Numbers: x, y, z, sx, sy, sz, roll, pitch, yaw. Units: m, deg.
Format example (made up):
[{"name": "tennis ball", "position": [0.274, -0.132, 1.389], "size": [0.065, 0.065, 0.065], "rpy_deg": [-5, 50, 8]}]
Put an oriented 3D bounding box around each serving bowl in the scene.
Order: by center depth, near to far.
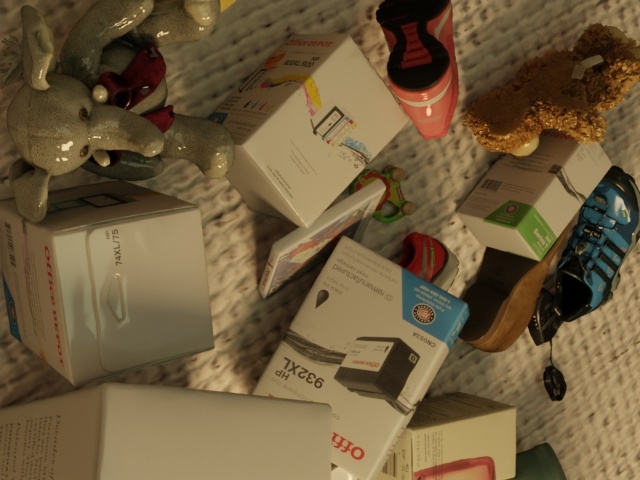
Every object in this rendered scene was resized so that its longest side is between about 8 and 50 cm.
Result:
[{"name": "serving bowl", "position": [0.030, 0.410, 1.917], "size": [0.083, 0.027, 0.083], "rpy_deg": [-6, 102, -30]}]

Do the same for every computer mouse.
[{"name": "computer mouse", "position": [0.409, 0.192, 2.100], "size": [0.071, 0.041, 0.242], "rpy_deg": [-35, 122, -40]}]

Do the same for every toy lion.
[{"name": "toy lion", "position": [0.096, -0.072, 1.864], "size": [0.096, 0.034, 0.100], "rpy_deg": [-27, 113, -16]}]

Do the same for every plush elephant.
[{"name": "plush elephant", "position": [-0.276, -0.164, 1.421], "size": [0.330, 0.255, 0.271], "rpy_deg": [5, 122, -1]}]

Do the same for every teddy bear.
[{"name": "teddy bear", "position": [0.404, -0.238, 1.898], "size": [0.338, 0.245, 0.113], "rpy_deg": [-43, 138, -18]}]

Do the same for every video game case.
[{"name": "video game case", "position": [0.000, 0.000, 1.746], "size": [0.201, 0.183, 0.023], "rpy_deg": [-32, 75, -21]}]

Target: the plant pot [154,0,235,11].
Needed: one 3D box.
[{"name": "plant pot", "position": [-0.209, -0.418, 1.504], "size": [0.254, 0.254, 0.239], "rpy_deg": [-51, 136, -13]}]

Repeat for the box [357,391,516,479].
[{"name": "box", "position": [0.193, 0.341, 1.914], "size": [0.232, 0.149, 0.126], "rpy_deg": [-5, 97, -35]}]

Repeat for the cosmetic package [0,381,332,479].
[{"name": "cosmetic package", "position": [-0.223, 0.377, 1.498], "size": [0.329, 0.394, 0.327], "rpy_deg": [11, 72, -32]}]

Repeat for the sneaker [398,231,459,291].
[{"name": "sneaker", "position": [0.110, 0.109, 1.883], "size": [0.118, 0.107, 0.279], "rpy_deg": [35, 77, -12]}]

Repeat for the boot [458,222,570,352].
[{"name": "boot", "position": [0.349, 0.059, 2.008], "size": [0.115, 0.112, 0.305], "rpy_deg": [34, 89, -46]}]

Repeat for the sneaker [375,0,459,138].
[{"name": "sneaker", "position": [0.152, -0.272, 1.750], "size": [0.116, 0.314, 0.136], "rpy_deg": [-8, 131, 13]}]

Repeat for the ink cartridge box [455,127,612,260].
[{"name": "ink cartridge box", "position": [0.360, -0.088, 1.939], "size": [0.219, 0.160, 0.092], "rpy_deg": [-50, 121, -13]}]

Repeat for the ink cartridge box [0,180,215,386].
[{"name": "ink cartridge box", "position": [-0.290, 0.045, 1.515], "size": [0.197, 0.270, 0.198], "rpy_deg": [-12, 106, -28]}]

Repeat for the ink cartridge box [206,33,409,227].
[{"name": "ink cartridge box", "position": [-0.029, -0.167, 1.687], "size": [0.232, 0.171, 0.168], "rpy_deg": [-47, 119, -15]}]

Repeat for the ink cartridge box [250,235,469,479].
[{"name": "ink cartridge box", "position": [0.057, 0.183, 1.761], "size": [0.223, 0.129, 0.307], "rpy_deg": [29, 85, 11]}]

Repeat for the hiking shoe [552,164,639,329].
[{"name": "hiking shoe", "position": [0.478, 0.016, 1.996], "size": [0.132, 0.113, 0.304], "rpy_deg": [-35, 138, -41]}]

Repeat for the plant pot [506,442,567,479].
[{"name": "plant pot", "position": [0.338, 0.518, 1.997], "size": [0.196, 0.293, 0.293], "rpy_deg": [-14, 108, -1]}]
